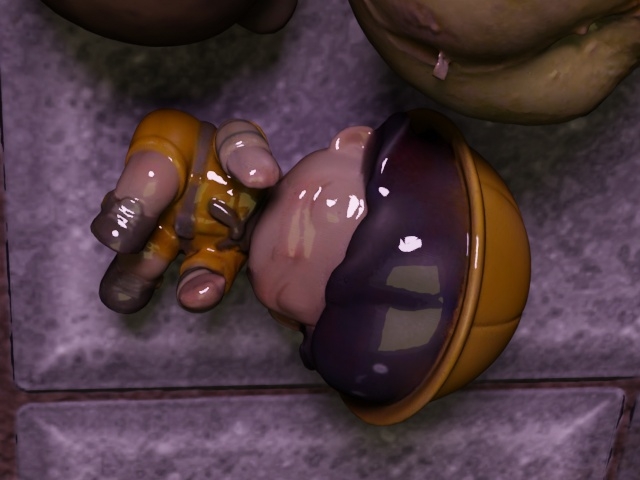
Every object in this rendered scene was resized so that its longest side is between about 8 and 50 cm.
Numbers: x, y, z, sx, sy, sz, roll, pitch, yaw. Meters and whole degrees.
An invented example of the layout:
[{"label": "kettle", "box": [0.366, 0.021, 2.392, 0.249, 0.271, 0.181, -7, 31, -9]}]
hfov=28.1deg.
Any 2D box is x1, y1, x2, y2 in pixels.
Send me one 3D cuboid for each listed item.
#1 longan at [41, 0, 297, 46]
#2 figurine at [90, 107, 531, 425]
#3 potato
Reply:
[{"label": "longan", "box": [-0.073, -0.182, 0.655, 0.185, 0.159, 0.204, -37, 133, 6]}, {"label": "figurine", "box": [0.002, -0.003, 0.773, 0.257, 0.167, 0.192, 23, 129, 2]}, {"label": "potato", "box": [0.114, -0.231, 0.627, 0.203, 0.218, 0.351, 12, 100, 27]}]
